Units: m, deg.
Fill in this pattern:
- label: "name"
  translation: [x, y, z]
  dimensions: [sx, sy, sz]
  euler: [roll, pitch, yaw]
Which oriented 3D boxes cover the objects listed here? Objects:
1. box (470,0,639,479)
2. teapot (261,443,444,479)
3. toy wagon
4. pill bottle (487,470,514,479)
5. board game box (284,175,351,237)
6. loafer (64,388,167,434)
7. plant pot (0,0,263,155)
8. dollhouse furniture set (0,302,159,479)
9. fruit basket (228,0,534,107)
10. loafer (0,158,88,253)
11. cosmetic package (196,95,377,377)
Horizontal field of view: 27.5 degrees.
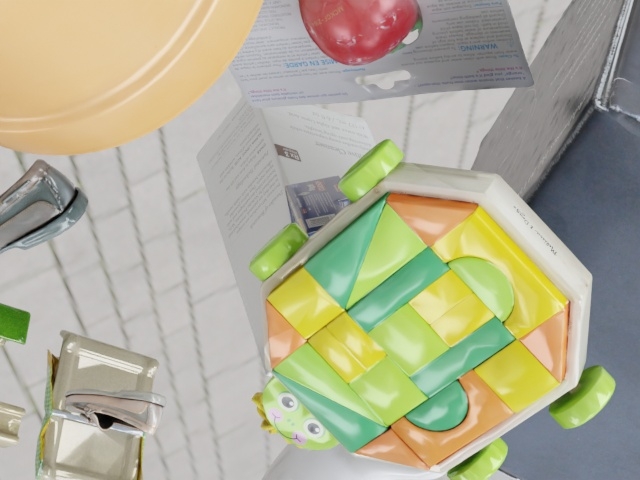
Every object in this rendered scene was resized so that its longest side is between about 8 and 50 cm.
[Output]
- label: "box"
  translation: [0.332, -0.053, 1.340]
  dimensions: [0.472, 0.297, 0.480]
  euler: [-62, 180, -43]
- label: "teapot"
  translation: [0.043, 0.320, 1.358]
  dimensions: [0.252, 0.187, 0.256]
  euler: [-58, 153, -11]
- label: "toy wagon"
  translation: [0.059, 0.090, 1.070]
  dimensions: [0.344, 0.267, 0.068]
  euler: [-41, -175, 34]
- label: "pill bottle"
  translation: [0.394, 0.226, 1.821]
  dimensions: [0.392, 0.224, 0.224]
  euler: [-8, 149, -33]
- label: "board game box"
  translation: [0.018, 0.055, 1.246]
  dimensions: [0.060, 0.194, 0.194]
  euler: [-11, -163, -4]
- label: "loafer"
  translation: [-0.200, 0.163, 1.239]
  dimensions: [0.125, 0.039, 0.045]
  euler: [-5, 157, 37]
- label: "plant pot"
  translation: [-0.195, -0.211, 0.791]
  dimensions: [0.291, 0.291, 0.203]
  euler: [-35, 165, 9]
- label: "dollhouse furniture set"
  translation: [-0.374, 0.208, 1.667]
  dimensions: [0.301, 0.197, 0.151]
  euler: [23, 156, -38]
- label: "fruit basket"
  translation: [0.011, -0.276, 1.249]
  dimensions: [0.327, 0.165, 0.353]
  euler: [-2, 141, 27]
- label: "loafer"
  translation: [-0.396, -0.020, 1.519]
  dimensions: [0.267, 0.096, 0.084]
  euler: [-23, 121, 20]
- label: "cosmetic package"
  translation: [0.000, 0.000, 1.710]
  dimensions: [0.217, 0.385, 0.156]
  euler: [11, 132, -39]
